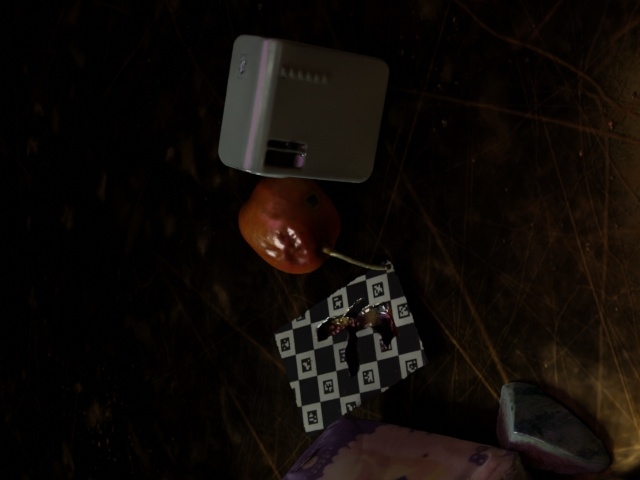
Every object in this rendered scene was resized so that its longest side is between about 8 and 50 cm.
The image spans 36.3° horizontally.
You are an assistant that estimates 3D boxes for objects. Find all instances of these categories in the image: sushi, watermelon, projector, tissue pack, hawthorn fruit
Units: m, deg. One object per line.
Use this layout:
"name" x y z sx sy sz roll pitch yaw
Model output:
"sushi" 0.055 0.167 1.539 0.279 0.043 0.192 -38 59 34
"watermelon" 0.287 0.256 1.269 0.180 0.081 0.094 16 126 54
"projector" -0.024 -0.196 1.488 0.108 0.250 0.198 18 103 48
"tissue pack" 0.100 0.370 1.327 0.344 0.242 0.125 3 129 49
"hawthorn fruit" 0.000 0.000 1.559 0.285 0.165 0.165 32 113 26

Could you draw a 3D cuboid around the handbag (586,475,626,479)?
"handbag" 0.320 0.454 1.182 0.241 0.109 0.315 53 130 35
